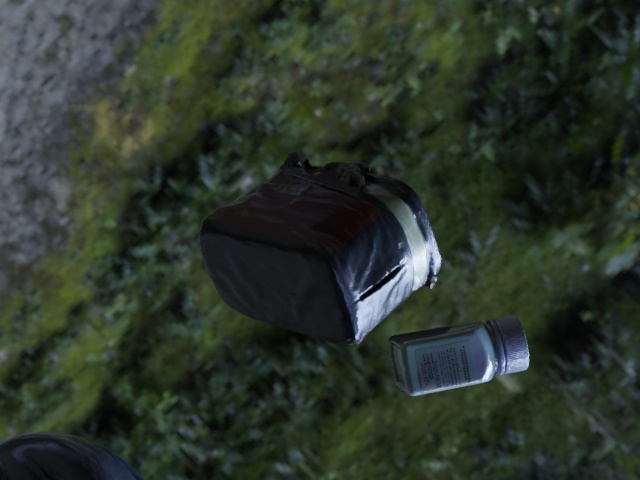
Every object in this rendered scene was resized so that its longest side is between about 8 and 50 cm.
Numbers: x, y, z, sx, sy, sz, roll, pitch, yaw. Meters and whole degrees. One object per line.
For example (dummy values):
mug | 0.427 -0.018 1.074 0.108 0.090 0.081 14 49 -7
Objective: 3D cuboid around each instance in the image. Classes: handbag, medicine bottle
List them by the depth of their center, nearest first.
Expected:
medicine bottle | 0.127 0.104 1.312 0.118 0.055 0.074 -11 -179 -8
handbag | 0.000 0.000 1.650 0.254 0.181 0.181 11 -141 45

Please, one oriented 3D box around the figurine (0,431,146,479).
figurine | -0.139 0.240 0.840 0.175 0.265 0.197 -17 163 -19
